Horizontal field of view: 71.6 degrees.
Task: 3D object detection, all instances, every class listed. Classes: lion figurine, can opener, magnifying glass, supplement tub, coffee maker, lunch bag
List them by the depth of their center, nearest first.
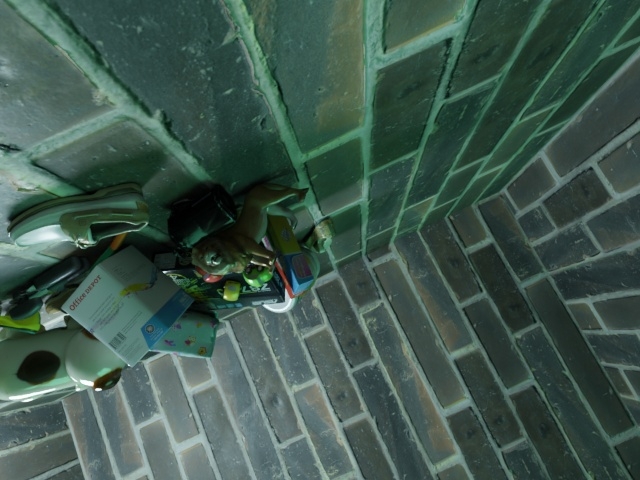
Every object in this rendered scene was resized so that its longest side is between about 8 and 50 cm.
[{"bbox_3d":[-0.331,-0.053,1.262,0.178,0.171,0.120,-30,150,13],"label":"coffee maker"},{"bbox_3d":[-0.621,0.031,1.317,0.231,0.026,0.092,-40,-170,34],"label":"magnifying glass"},{"bbox_3d":[-0.807,0.140,1.326,0.280,0.093,0.074,-33,167,9],"label":"can opener"},{"bbox_3d":[-0.212,-0.049,1.376,0.142,0.240,0.393,102,13,-67],"label":"lion figurine"},{"bbox_3d":[-0.493,0.325,1.634,0.223,0.160,0.262,13,178,-14],"label":"lunch bag"},{"bbox_3d":[-0.159,0.183,2.217,0.241,0.241,0.331,-33,-175,32],"label":"supplement tub"}]

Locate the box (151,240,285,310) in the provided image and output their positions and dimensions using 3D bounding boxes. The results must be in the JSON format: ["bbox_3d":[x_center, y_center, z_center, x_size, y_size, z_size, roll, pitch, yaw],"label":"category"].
[{"bbox_3d":[-0.352,0.135,1.583,0.394,0.097,0.318,-6,147,8],"label":"box"}]

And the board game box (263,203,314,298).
[{"bbox_3d":[-0.135,0.046,1.689,0.064,0.317,0.242,-21,166,-17],"label":"board game box"}]

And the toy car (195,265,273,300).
[{"bbox_3d":[-0.263,0.130,1.446,0.224,0.053,0.239,-10,144,14],"label":"toy car"}]

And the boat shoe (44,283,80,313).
[{"bbox_3d":[-0.881,0.221,1.519,0.189,0.072,0.068,-33,165,31],"label":"boat shoe"}]

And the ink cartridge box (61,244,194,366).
[{"bbox_3d":[-0.576,0.191,1.349,0.198,0.270,0.197,-43,-172,16],"label":"ink cartridge box"}]

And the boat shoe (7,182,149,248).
[{"bbox_3d":[-0.557,-0.039,1.034,0.302,0.104,0.113,-22,166,-15],"label":"boat shoe"}]

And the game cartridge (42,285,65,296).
[{"bbox_3d":[-0.870,0.159,1.428,0.083,0.017,0.056,-18,161,-30],"label":"game cartridge"}]

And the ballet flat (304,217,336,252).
[{"bbox_3d":[0.000,0.000,2.212,0.123,0.123,0.348,-21,166,-20],"label":"ballet flat"}]

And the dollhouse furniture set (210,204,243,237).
[{"bbox_3d":[-0.337,0.019,1.569,0.197,0.152,0.301,-21,166,-18],"label":"dollhouse furniture set"}]

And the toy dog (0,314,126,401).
[{"bbox_3d":[-0.832,0.366,1.442,0.406,0.285,0.395,-7,171,0],"label":"toy dog"}]

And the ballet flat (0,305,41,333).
[{"bbox_3d":[-0.977,0.239,1.365,0.230,0.078,0.077,6,163,-3],"label":"ballet flat"}]
